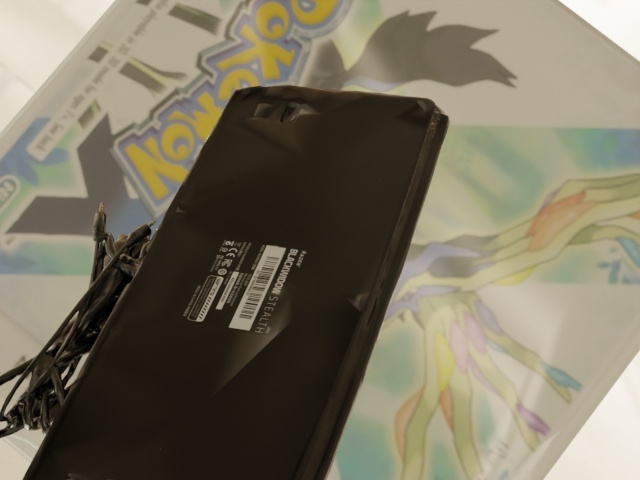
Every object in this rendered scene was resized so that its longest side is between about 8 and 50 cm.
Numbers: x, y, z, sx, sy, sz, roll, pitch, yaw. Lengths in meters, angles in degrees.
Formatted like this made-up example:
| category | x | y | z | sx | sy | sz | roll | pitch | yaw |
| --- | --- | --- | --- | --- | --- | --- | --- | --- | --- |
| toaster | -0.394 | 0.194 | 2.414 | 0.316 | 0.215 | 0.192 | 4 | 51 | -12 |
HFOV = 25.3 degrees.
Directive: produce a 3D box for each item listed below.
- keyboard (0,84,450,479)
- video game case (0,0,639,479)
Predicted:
| category | x | y | z | sx | sy | sz | roll | pitch | yaw |
| --- | --- | --- | --- | --- | --- | --- | --- | --- | --- |
| keyboard | -0.028 | 0.023 | 0.414 | 0.100 | 0.038 | 0.192 | 9 | -137 | 15 |
| video game case | 0.000 | 0.000 | 0.676 | 0.300 | 0.329 | 0.036 | 38 | 170 | 5 |
